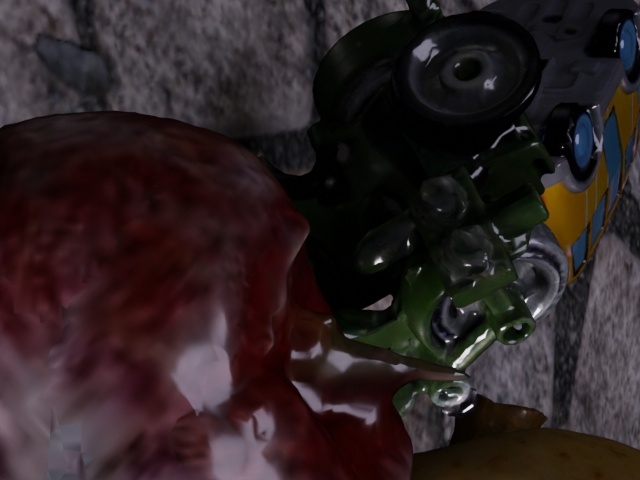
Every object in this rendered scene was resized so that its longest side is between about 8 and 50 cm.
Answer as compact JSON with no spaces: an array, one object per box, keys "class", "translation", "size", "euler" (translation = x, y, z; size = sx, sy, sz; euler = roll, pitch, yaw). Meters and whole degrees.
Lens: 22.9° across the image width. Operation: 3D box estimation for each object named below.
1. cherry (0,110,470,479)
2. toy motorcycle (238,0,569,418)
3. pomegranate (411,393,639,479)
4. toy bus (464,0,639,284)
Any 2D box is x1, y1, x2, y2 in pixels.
[{"class":"cherry","translation":[-0.097,0.077,0.580],"size":[0.203,0.300,0.230],"euler":[-82,148,-75]},{"class":"toy motorcycle","translation":[0.000,0.000,0.779],"size":[0.127,0.275,0.205],"euler":[52,12,-51]},{"class":"pomegranate","translation":[0.109,0.242,0.827],"size":[0.307,0.307,0.307],"euler":[7,81,-54]},{"class":"toy bus","translation":[0.140,-0.064,1.034],"size":[0.209,0.126,0.136],"euler":[-58,140,-40]}]
